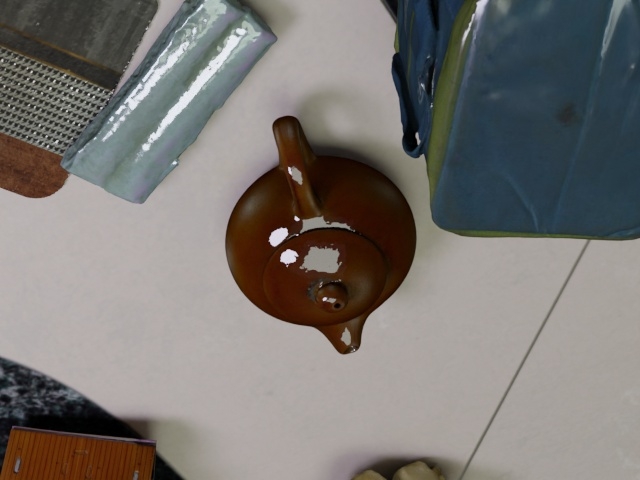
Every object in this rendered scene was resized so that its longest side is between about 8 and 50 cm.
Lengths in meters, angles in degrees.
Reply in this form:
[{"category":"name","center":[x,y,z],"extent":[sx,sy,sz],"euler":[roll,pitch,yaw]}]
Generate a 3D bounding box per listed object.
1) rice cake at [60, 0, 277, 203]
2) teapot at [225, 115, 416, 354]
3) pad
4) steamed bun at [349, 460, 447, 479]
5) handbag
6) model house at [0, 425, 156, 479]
[{"category":"rice cake","center":[-0.129,-0.122,1.028],"extent":[0.085,0.040,0.226],"euler":[26,120,-33]},{"category":"teapot","center":[0.000,0.000,1.092],"extent":[0.178,0.135,0.252],"euler":[-17,131,0]},{"category":"pad","center":[-0.321,-0.155,0.965],"extent":[0.323,0.055,0.250],"euler":[8,130,-37]},{"category":"steamed bun","center":[0.062,0.337,1.400],"extent":[0.192,0.106,0.177],"euler":[5,125,-23]},{"category":"handbag","center":[0.165,-0.157,0.918],"extent":[0.222,0.241,0.263],"euler":[-3,128,-6]},{"category":"model house","center":[-0.279,0.262,1.287],"extent":[0.219,0.207,0.136],"euler":[9,92,-3]}]
